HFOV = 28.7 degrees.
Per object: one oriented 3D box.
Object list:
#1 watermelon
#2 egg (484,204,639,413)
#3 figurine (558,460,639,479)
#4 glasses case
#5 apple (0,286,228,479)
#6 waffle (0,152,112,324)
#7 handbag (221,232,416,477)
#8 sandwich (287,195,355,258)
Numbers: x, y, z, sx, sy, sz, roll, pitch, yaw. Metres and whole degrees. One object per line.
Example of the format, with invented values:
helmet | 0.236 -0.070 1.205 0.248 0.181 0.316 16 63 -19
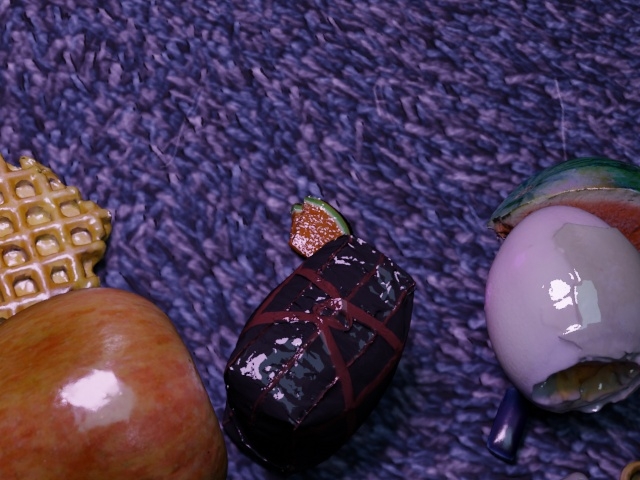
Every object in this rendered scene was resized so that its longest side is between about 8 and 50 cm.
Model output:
watermelon | 0.324 -0.058 1.454 0.231 0.128 0.146 15 42 -1
egg | 0.261 0.063 1.323 0.183 0.183 0.217 -2 52 -12
figurine | 0.383 0.329 1.210 0.343 0.167 0.284 22 66 -23
glasses case | 0.203 0.192 1.328 0.034 0.023 0.083 25 60 1
apple | -0.221 0.180 1.121 0.264 0.264 0.264 5 61 -9
waffle | -0.352 0.011 1.303 0.254 0.052 0.245 26 61 3
handbag | -0.003 0.113 1.247 0.155 0.169 0.215 36 62 10
sandwich | 0.000 -0.004 1.396 0.101 0.026 0.069 40 66 14
